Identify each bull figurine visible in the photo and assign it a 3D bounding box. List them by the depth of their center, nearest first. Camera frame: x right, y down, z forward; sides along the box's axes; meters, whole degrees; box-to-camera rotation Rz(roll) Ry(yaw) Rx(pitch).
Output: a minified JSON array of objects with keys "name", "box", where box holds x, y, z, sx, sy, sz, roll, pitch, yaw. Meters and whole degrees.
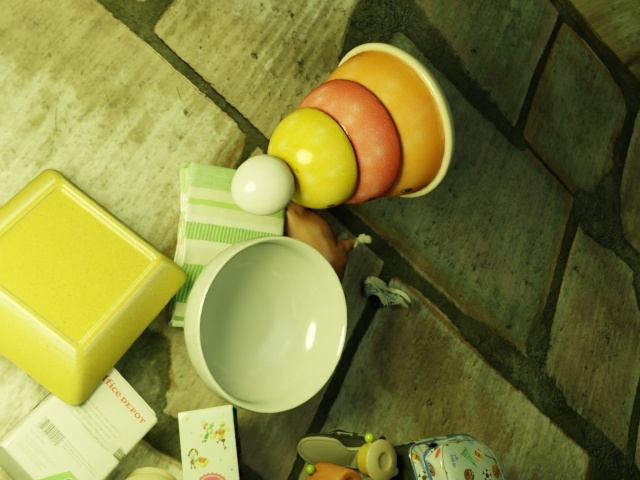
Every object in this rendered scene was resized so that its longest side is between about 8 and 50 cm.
[{"name":"bull figurine","box":[0.000,0.000,1.800,0.188,0.101,0.310,-42,103,-43]}]

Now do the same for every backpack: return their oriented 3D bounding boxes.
[{"name":"backpack","box":[0.283,0.539,1.782,0.263,0.213,0.277,3,70,-49]}]

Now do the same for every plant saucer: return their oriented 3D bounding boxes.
[{"name":"plant saucer","box":[-0.434,0.052,1.386,0.332,0.081,0.333,39,51,-3]}]

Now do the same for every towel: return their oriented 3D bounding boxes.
[{"name":"towel","box":[-0.185,0.018,1.644,0.247,0.038,0.325,9,82,-36]}]

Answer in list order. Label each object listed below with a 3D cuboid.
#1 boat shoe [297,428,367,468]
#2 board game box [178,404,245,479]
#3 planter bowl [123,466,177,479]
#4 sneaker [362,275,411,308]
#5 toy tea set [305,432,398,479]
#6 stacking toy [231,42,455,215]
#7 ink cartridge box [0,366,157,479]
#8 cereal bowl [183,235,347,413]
[{"name":"boat shoe","box":[0.034,0.433,1.719,0.206,0.075,0.065,16,22,-28]},{"name":"board game box","box":[-0.177,0.447,1.419,0.097,0.224,0.304,-8,78,-5]},{"name":"planter bowl","box":[-0.296,0.458,1.385,0.162,0.162,0.109,37,28,-23]},{"name":"sneaker","box":[0.152,0.136,1.914,0.135,0.052,0.058,27,69,-20]},{"name":"toy tea set","box":[0.076,0.574,1.663,0.200,0.124,0.336,-12,90,-42]},{"name":"stacking toy","box":[0.007,-0.176,1.669,0.479,0.350,0.351,-29,94,-33]},{"name":"ink cartridge box","box":[-0.408,0.325,1.365,0.160,0.092,0.219,52,50,-10]},{"name":"cereal bowl","box":[-0.119,0.155,1.574,0.338,0.141,0.339,-2,93,-38]}]
